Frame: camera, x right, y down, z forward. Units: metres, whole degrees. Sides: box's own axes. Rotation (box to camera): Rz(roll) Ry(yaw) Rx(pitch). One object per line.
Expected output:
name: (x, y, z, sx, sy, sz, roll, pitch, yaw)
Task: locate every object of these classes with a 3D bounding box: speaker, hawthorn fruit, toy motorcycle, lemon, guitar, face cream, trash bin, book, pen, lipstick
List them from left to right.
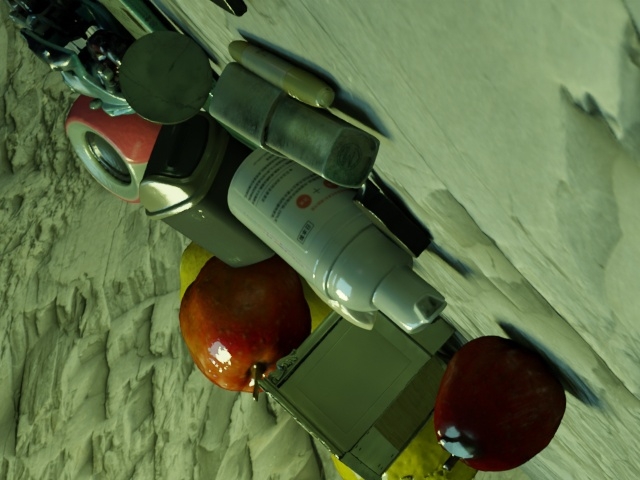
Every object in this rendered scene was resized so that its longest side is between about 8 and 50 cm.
toy motorcycle: (-0.469, -0.370, 2.202, 0.416, 0.172, 0.232, 30, 163, 31)
speaker: (-0.431, -0.233, 2.527, 0.294, 0.294, 0.294, 43, 175, 5)
book: (-0.225, -0.283, 1.819, 0.379, 0.031, 0.264, 46, 176, -29)
trash bin: (-0.197, -0.096, 2.088, 0.182, 0.209, 0.290, -18, 135, 39)
hawthorn fruit: (-0.143, 0.187, 2.228, 0.287, 0.287, 0.330, 48, -160, -41)
pen: (-0.044, -0.186, 1.240, 0.040, 0.032, 0.233, 19, -169, -34)
lipstick: (-0.033, -0.130, 1.260, 0.079, 0.077, 0.253, 15, -167, -36)
face cream: (0.037, 0.014, 1.566, 0.369, 0.145, 0.145, 42, 175, 29)
guitar: (0.053, -0.069, 1.385, 0.084, 0.038, 0.271, 36, 171, 47)
lemon: (0.183, 0.388, 2.414, 0.350, 0.349, 0.387, 79, 178, -81)
hawthorn fruit: (0.240, 0.241, 1.564, 0.185, 0.202, 0.185, 39, 166, 11)

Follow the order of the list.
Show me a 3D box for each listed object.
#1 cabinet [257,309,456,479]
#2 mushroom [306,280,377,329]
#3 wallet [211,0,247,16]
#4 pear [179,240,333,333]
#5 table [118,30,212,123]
cabinet: (0.097, 0.256, 2.147, 0.227, 0.318, 0.290, 39, 174, 27)
mushroom: (0.000, 0.000, 1.831, 0.350, 0.128, 0.128, 49, 178, 28)
wallet: (-0.171, -0.315, 1.175, 0.244, 0.025, 0.124, 37, 172, 42)
pear: (-0.125, 0.119, 2.485, 0.386, 0.340, 0.191, 8, -171, -3)
table: (-0.224, -0.235, 1.631, 0.133, 0.133, 0.043, 44, 177, -6)
